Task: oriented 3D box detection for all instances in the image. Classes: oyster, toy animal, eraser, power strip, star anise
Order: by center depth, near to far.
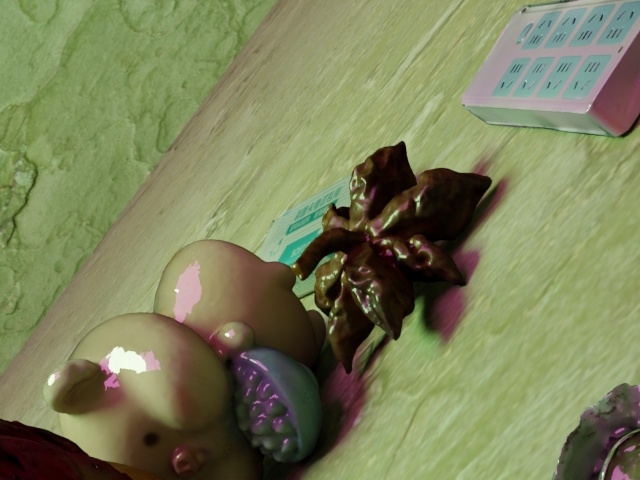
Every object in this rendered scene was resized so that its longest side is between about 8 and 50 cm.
[{"bbox_3d":[0.160,0.116,0.568,0.100,0.037,0.098,-28,46,20],"label":"oyster"},{"bbox_3d":[0.194,-0.140,0.934,0.109,0.037,0.279,-57,16,-1],"label":"power strip"},{"bbox_3d":[0.048,0.006,0.981,0.196,0.111,0.212,-51,8,-8],"label":"star anise"},{"bbox_3d":[-0.112,0.115,1.036,0.229,0.210,0.221,-17,36,10],"label":"toy animal"},{"bbox_3d":[0.000,0.000,1.205,0.225,0.052,0.095,-28,34,59],"label":"eraser"}]

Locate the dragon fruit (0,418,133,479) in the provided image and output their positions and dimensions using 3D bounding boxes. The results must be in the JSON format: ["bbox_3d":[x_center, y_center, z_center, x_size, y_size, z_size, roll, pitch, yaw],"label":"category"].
[{"bbox_3d":[-0.204,0.243,0.612,0.329,0.329,0.329,-50,17,22],"label":"dragon fruit"}]

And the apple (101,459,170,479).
[{"bbox_3d":[-0.184,0.280,0.875,0.246,0.226,0.246,-45,26,30],"label":"apple"}]
